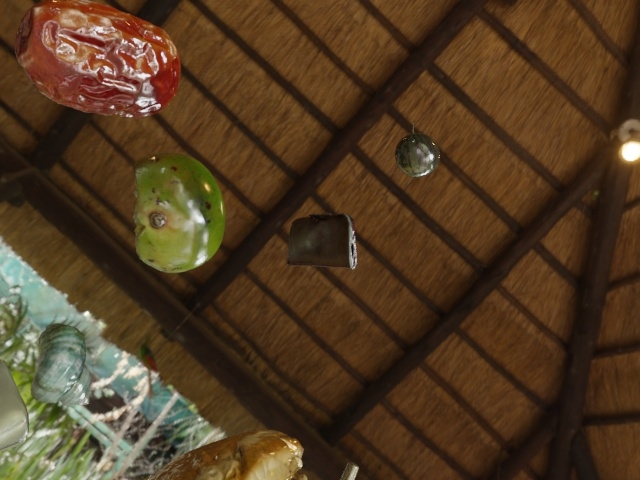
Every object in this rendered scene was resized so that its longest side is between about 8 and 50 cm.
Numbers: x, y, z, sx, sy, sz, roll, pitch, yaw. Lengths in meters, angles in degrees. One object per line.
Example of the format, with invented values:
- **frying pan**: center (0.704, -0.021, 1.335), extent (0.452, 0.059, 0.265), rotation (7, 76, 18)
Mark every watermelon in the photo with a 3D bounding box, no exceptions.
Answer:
- **watermelon**: center (0.230, -0.218, 1.297), extent (0.105, 0.105, 0.133), rotation (-7, -80, 42)

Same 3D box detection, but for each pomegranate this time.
- **pomegranate**: center (-0.352, -0.079, 1.430), extent (0.216, 0.358, 0.310), rotation (-5, -82, 7)

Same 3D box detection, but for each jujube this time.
- **jujube**: center (-0.350, -0.291, 0.876), extent (0.174, 0.250, 0.174), rotation (-3, -95, 40)

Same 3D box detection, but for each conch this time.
- **conch**: center (-0.802, 0.403, 1.671), extent (0.277, 0.195, 0.220), rotation (63, 1, -13)

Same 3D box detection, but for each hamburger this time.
- **hamburger**: center (-0.160, 0.364, 0.707), extent (0.284, 0.304, 0.174), rotation (-20, -105, 17)

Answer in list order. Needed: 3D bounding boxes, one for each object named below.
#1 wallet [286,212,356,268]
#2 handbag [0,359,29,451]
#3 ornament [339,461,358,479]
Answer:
- **wallet**: center (0.000, 0.000, 1.335), extent (0.255, 0.031, 0.137), rotation (0, -94, 52)
- **handbag**: center (-0.750, 0.346, 1.031), extent (0.241, 0.315, 0.109), rotation (43, -61, 32)
- **ornament**: center (0.009, 0.474, 0.845), extent (0.061, 0.245, 0.230), rotation (32, -12, -21)
